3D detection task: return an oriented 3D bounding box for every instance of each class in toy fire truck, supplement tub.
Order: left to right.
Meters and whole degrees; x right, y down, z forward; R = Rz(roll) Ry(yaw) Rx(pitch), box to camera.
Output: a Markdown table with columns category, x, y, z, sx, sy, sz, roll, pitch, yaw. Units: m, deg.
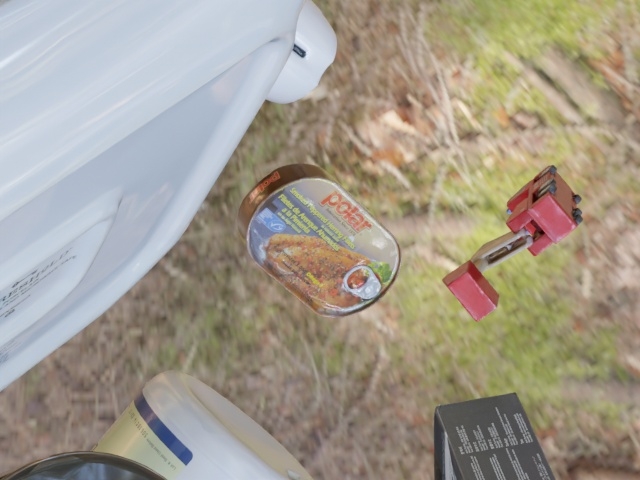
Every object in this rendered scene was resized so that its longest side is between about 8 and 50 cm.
| category | x | y | z | sx | sy | sz | roll | pitch | yaw |
| --- | --- | --- | --- | --- | --- | --- | --- | --- | --- |
| supplement tub | -0.177 | 0.324 | 1.906 | 0.235 | 0.235 | 0.325 | 40 | 92 | -18 |
| toy fire truck | 0.186 | 0.000 | 1.761 | 0.135 | 0.192 | 0.047 | -39 | 97 | 14 |

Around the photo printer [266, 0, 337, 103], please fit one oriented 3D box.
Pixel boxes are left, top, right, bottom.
| category | x | y | z | sx | sy | sz | roll | pitch | yaw |
| --- | --- | --- | --- | --- | --- | --- | --- | --- | --- |
| photo printer | -0.136 | -0.241 | 1.725 | 0.256 | 0.307 | 0.107 | 34 | 87 | -33 |

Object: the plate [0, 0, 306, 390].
| category | x | y | z | sx | sy | sz | roll | pitch | yaw |
| --- | --- | --- | --- | --- | --- | --- | --- | --- | --- |
| plate | -0.112 | 0.005 | 0.608 | 0.045 | 0.278 | 0.277 | 47 | 58 | 6 |

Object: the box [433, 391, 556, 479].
| category | x | y | z | sx | sy | sz | roll | pitch | yaw |
| --- | --- | --- | --- | --- | --- | --- | --- | --- | --- |
| box | 0.163 | 0.311 | 1.438 | 0.076 | 0.307 | 0.242 | -9 | 128 | -8 |

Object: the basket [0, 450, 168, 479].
| category | x | y | z | sx | sy | sz | roll | pitch | yaw |
| --- | --- | --- | --- | --- | --- | --- | --- | --- | --- |
| basket | -0.145 | 0.184 | 0.888 | 0.204 | 0.227 | 0.154 | -42 | 94 | -31 |

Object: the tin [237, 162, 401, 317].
| category | x | y | z | sx | sy | sz | roll | pitch | yaw |
| --- | --- | --- | --- | --- | --- | --- | --- | --- | --- |
| tin | 0.000 | 0.000 | 1.689 | 0.106 | 0.040 | 0.189 | -40 | 133 | 8 |
